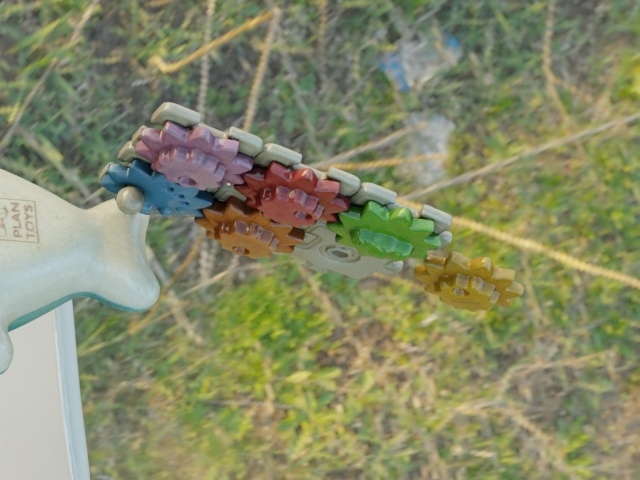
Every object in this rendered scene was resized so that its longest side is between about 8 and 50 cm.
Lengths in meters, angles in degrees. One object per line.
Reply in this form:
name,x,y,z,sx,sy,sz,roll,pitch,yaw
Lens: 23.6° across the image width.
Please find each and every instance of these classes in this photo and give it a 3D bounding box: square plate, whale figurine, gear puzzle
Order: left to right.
square plate,-0.328,0.151,1.467,0.049,0.347,0.344,-7,91,-45
whale figurine,-0.267,0.020,1.196,0.272,0.141,0.216,1,57,-23
gear puzzle,0.000,0.000,1.177,0.339,0.175,0.044,21,65,-19
